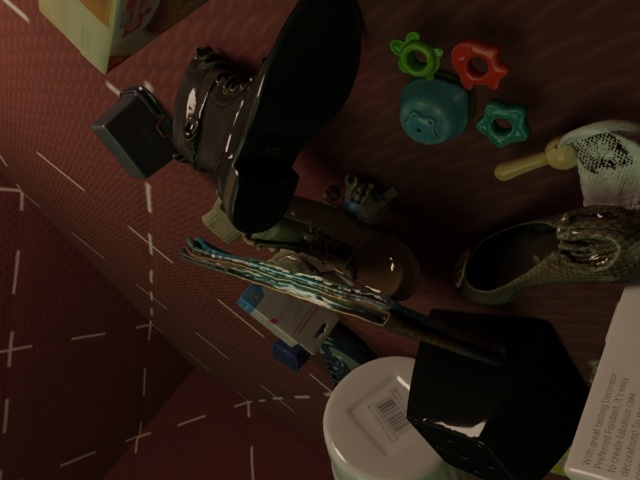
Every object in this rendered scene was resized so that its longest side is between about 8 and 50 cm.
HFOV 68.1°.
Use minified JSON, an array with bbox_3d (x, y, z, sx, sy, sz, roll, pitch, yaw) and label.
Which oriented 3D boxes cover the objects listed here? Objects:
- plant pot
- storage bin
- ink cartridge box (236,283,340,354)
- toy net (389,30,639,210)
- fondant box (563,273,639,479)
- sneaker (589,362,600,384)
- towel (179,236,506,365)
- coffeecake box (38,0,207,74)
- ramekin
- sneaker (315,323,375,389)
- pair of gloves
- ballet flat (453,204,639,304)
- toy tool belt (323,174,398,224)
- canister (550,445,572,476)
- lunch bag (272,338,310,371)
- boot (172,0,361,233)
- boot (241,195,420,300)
[{"bbox_3d":[0.231,0.223,0.654,0.188,0.167,0.188,-3,131,52],"label":"plant pot"},{"bbox_3d":[-0.295,-0.168,0.774,0.098,0.091,0.135,11,144,42],"label":"storage bin"},{"bbox_3d":[-0.063,0.139,0.950,0.181,0.104,0.061,39,153,-1],"label":"ink cartridge box"},{"bbox_3d":[0.165,-0.098,0.375,0.232,0.045,0.122,24,148,22],"label":"toy net"},{"bbox_3d":[0.323,0.066,0.215,0.096,0.238,0.330,47,152,-20],"label":"fondant box"},{"bbox_3d":[0.342,0.129,0.465,0.081,0.080,0.211,25,149,18],"label":"sneaker"},{"bbox_3d":[0.018,0.074,0.621,0.370,0.040,0.272,12,170,45],"label":"towel"},{"bbox_3d":[-0.107,-0.228,0.344,0.068,0.185,0.142,46,153,-13],"label":"coffeecake box"},{"bbox_3d":[0.137,0.344,0.851,0.277,0.277,0.135,15,138,39],"label":"ramekin"},{"bbox_3d":[0.069,0.318,1.037,0.112,0.131,0.319,-1,133,52],"label":"sneaker"},{"bbox_3d":[-0.084,-0.008,0.819,0.240,0.042,0.204,37,149,-10],"label":"pair of gloves"},{"bbox_3d":[0.183,0.016,0.441,0.058,0.084,0.250,14,169,-10],"label":"ballet flat"},{"bbox_3d":[0.049,-0.059,0.580,0.083,0.052,0.051,29,114,10],"label":"toy tool belt"},{"bbox_3d":[0.384,0.306,0.698,0.126,0.073,0.170,44,154,-12],"label":"canister"},{"bbox_3d":[-0.071,0.290,1.243,0.099,0.065,0.067,28,136,22],"label":"lunch bag"},{"bbox_3d":[-0.088,-0.158,0.503,0.229,0.091,0.262,49,120,39],"label":"boot"},{"bbox_3d":[0.000,0.000,0.562,0.165,0.077,0.213,12,-161,-42],"label":"boot"}]
